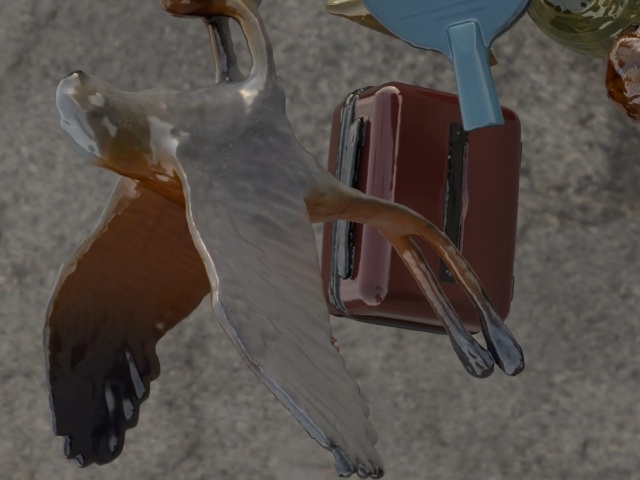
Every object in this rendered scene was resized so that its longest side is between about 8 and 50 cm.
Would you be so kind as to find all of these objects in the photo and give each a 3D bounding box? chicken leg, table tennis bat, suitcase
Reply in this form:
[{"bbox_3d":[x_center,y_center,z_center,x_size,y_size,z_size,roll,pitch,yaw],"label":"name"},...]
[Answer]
[{"bbox_3d":[0.382,-0.176,1.297,0.304,0.093,0.113,-4,111,64],"label":"chicken leg"},{"bbox_3d":[0.135,-0.276,1.377,0.215,0.044,0.329,-12,92,13],"label":"table tennis bat"},{"bbox_3d":[0.123,-0.037,1.643,0.161,0.236,0.297,-14,70,63],"label":"suitcase"}]

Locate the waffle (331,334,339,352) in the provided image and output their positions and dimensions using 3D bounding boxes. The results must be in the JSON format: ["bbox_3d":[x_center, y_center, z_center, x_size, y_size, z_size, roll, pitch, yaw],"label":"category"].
[{"bbox_3d":[-0.013,0.151,1.797,0.083,0.075,0.029,44,155,2],"label":"waffle"}]

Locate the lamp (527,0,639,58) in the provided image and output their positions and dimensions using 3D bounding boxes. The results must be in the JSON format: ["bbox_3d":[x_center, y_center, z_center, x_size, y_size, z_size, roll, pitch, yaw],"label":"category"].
[{"bbox_3d":[0.380,-0.353,1.665,0.250,0.284,0.250,17,117,37],"label":"lamp"}]

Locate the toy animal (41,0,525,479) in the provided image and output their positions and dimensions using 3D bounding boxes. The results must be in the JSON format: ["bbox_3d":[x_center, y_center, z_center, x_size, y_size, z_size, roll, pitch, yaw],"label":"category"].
[{"bbox_3d":[-0.008,-0.022,0.784,0.225,0.284,0.302,-9,97,47],"label":"toy animal"}]

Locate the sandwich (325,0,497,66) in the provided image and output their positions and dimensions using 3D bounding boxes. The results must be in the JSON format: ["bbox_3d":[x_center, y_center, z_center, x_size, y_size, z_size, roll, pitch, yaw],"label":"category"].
[{"bbox_3d":[0.139,-0.329,1.839,0.094,0.258,0.096,-88,19,-48],"label":"sandwich"}]
